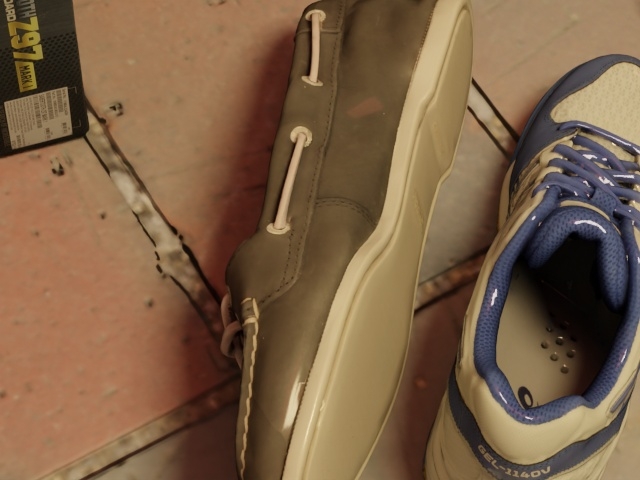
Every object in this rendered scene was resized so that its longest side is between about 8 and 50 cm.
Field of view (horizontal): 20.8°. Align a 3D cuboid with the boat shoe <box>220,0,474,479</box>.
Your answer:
[{"bbox_3d":[0.000,0.000,0.880,0.095,0.112,0.335,6,51,17],"label":"boat shoe"}]

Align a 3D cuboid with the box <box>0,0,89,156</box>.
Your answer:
[{"bbox_3d":[-0.174,-0.181,0.885,0.059,0.232,0.183,-15,61,-13],"label":"box"}]

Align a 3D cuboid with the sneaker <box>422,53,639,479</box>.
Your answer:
[{"bbox_3d":[0.138,0.007,0.870,0.112,0.131,0.296,16,57,5],"label":"sneaker"}]
